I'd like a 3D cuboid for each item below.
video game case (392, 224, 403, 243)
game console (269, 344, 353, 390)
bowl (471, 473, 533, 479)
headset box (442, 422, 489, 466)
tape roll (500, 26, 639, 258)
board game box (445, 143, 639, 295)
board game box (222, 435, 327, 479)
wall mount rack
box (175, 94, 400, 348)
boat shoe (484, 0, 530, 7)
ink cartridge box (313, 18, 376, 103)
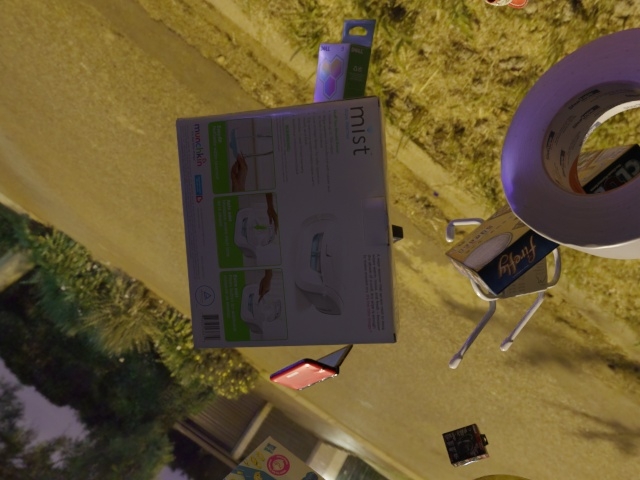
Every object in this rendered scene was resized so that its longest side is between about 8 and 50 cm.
[{"bbox_3d":[0.000,0.000,1.014,0.275,0.035,0.248,11,155,-27],"label":"video game case"},{"bbox_3d":[-0.020,0.261,0.973,0.124,0.085,0.144,28,136,-26],"label":"game console"},{"bbox_3d":[0.330,0.571,0.758,0.289,0.289,0.156,21,-168,28],"label":"bowl"},{"bbox_3d":[0.302,0.420,0.932,0.083,0.062,0.032,-26,135,15],"label":"headset box"},{"bbox_3d":[0.299,-0.094,0.461,0.072,0.219,0.219,12,168,-31],"label":"tape roll"},{"bbox_3d":[0.300,-0.032,0.631,0.042,0.243,0.165,49,-174,-4],"label":"board game box"},{"bbox_3d":[-0.062,0.480,0.634,0.308,0.302,0.086,26,120,26],"label":"board game box"},{"bbox_3d":[0.375,0.104,0.953,0.350,0.304,0.130,-2,177,-38],"label":"wall mount rack"},{"bbox_3d":[-0.031,-0.016,0.537,0.231,0.262,0.127,-5,-179,9],"label":"box"},{"bbox_3d":[0.146,-0.219,0.373,0.049,0.043,0.137,26,-164,32],"label":"boat shoe"},{"bbox_3d":[0.047,-0.368,0.974,0.109,0.062,0.209,31,119,49],"label":"ink cartridge box"}]
